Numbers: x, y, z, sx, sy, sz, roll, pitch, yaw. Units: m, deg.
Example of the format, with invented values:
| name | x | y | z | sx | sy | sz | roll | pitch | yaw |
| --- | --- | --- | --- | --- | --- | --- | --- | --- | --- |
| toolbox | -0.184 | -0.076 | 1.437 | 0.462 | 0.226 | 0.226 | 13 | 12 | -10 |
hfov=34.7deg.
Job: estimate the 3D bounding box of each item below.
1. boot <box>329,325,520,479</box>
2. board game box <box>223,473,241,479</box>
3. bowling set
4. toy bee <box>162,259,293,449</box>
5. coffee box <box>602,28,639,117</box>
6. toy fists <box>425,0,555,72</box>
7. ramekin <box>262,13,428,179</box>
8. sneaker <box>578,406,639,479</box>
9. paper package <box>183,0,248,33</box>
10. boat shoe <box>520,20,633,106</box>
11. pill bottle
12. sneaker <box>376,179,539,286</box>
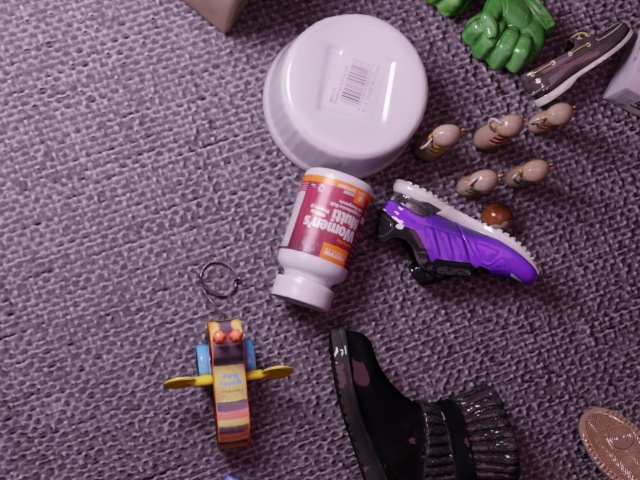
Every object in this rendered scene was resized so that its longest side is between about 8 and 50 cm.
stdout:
| name | x | y | z | sx | sy | sz | roll | pitch | yaw |
| --- | --- | --- | --- | --- | --- | --- | --- | --- | --- |
| boot | 0.168 | 0.275 | 1.697 | 0.260 | 0.131 | 0.347 | -19 | 99 | -5 |
| board game box | -0.134 | 0.444 | 1.685 | 0.090 | 0.020 | 0.090 | 27 | 82 | -7 |
| bowling set | 0.319 | -0.121 | 1.753 | 0.287 | 0.154 | 0.199 | -16 | 87 | -11 |
| toy bee | -0.161 | 0.190 | 1.634 | 0.195 | 0.162 | 0.298 | -27 | 90 | -10 |
| coffee box | 0.660 | -0.270 | 1.857 | 0.247 | 0.098 | 0.141 | 27 | 80 | -7 |
| toy fists | 0.286 | -0.422 | 1.807 | 0.142 | 0.096 | 0.279 | -42 | 94 | -10 |
| ramekin | 0.048 | -0.245 | 1.726 | 0.277 | 0.135 | 0.277 | 1 | 85 | -11 |
| sneaker | 0.556 | 0.422 | 1.785 | 0.099 | 0.153 | 0.282 | -39 | 62 | -9 |
| paper package | -0.213 | -0.522 | 1.616 | 0.325 | 0.309 | 0.168 | 39 | 80 | -6 |
| boat shoe | 0.460 | -0.331 | 1.836 | 0.228 | 0.081 | 0.068 | -38 | 96 | -9 |
| pill bottle | 0.000 | 0.000 | 1.701 | 0.121 | 0.121 | 0.221 | 19 | 81 | -8 |
| sneaker | 0.224 | 0.025 | 1.757 | 0.293 | 0.102 | 0.146 | 29 | 84 | -2 |
